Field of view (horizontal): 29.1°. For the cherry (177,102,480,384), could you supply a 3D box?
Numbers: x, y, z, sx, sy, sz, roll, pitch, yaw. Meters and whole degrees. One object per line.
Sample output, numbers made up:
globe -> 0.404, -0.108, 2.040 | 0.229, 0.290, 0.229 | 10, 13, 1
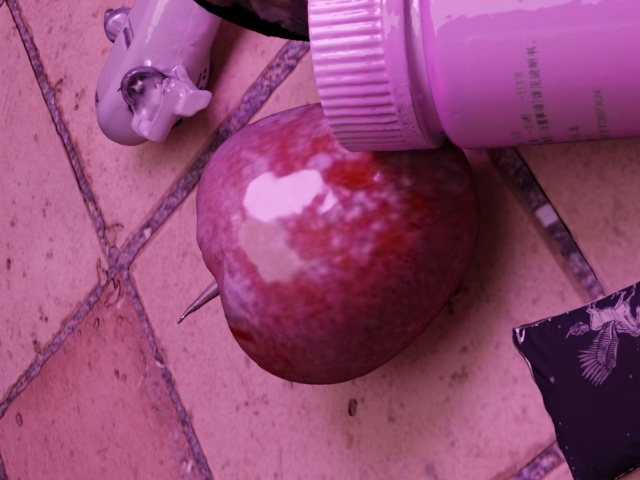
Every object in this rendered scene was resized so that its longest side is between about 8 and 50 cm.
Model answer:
cherry -> 0.000, 0.000, 1.042 | 0.285, 0.213, 0.236 | -31, 81, 12

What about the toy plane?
toy plane -> -0.157, -0.205, 1.300 | 0.252, 0.118, 0.252 | -37, 42, 43

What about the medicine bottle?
medicine bottle -> 0.151, -0.155, 0.868 | 0.290, 0.178, 0.178 | -4, 80, 18

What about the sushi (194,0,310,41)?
sushi -> 0.031, -0.346, 1.014 | 0.328, 0.327, 0.285 | -40, 42, 49

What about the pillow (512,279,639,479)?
pillow -> 0.243, 0.091, 0.894 | 0.208, 0.055, 0.141 | -32, 71, 38
